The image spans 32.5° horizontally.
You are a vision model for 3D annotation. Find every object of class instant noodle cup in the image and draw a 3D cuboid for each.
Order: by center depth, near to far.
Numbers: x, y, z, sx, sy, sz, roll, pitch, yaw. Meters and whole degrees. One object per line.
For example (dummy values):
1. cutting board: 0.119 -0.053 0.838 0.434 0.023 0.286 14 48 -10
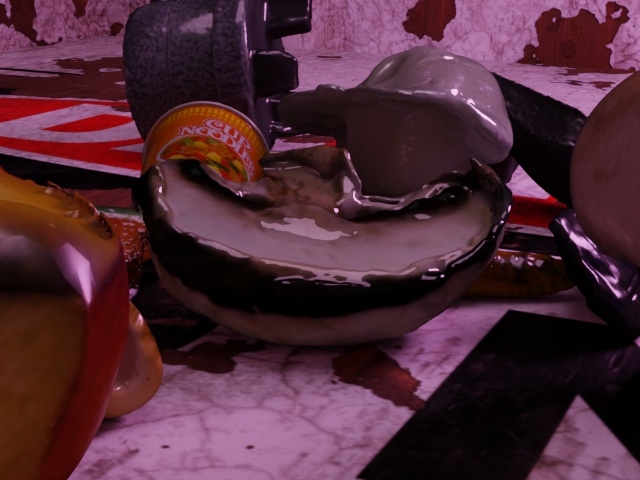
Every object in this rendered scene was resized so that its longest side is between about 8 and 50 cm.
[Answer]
1. instant noodle cup: -0.147 -0.056 1.271 0.169 0.168 0.185 2 24 4

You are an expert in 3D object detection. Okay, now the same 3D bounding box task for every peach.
1. peach: -0.281 0.067 0.655 0.306 0.242 0.380 -6 13 -37

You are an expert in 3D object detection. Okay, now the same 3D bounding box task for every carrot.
1. carrot: 0.116 0.029 1.122 0.314 0.066 0.066 1 16 -2

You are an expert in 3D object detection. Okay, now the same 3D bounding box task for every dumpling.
1. dumpling: 0.109 -0.135 1.413 0.270 0.211 0.321 -19 -15 -39

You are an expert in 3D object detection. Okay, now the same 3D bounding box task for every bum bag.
1. bum bag: 0.299 0.004 1.131 0.074 0.137 0.310 -40 -1 24

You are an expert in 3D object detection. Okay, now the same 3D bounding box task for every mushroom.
1. mushroom: 0.355 -0.014 0.882 0.298 0.290 0.297 -6 12 1
2. mushroom: 0.001 0.002 1.030 0.344 0.130 0.247 -3 35 -12

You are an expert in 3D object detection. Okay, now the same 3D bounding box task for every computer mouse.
1. computer mouse: 0.298 -0.121 1.462 0.295 0.087 0.168 39 -5 42

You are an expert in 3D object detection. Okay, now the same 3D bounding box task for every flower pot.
1. flower pot: -0.148 -0.284 1.801 0.283 0.299 0.299 -4 15 12

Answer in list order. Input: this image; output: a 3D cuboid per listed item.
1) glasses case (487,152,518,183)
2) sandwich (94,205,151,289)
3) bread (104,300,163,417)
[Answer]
1. glasses case: 0.253 -0.152 1.730 0.131 0.074 0.323 6 17 14
2. sandwich: -0.261 0.027 1.105 0.235 0.079 0.159 -17 34 -37
3. bread: -0.262 0.059 0.889 0.305 0.142 0.091 15 53 39
